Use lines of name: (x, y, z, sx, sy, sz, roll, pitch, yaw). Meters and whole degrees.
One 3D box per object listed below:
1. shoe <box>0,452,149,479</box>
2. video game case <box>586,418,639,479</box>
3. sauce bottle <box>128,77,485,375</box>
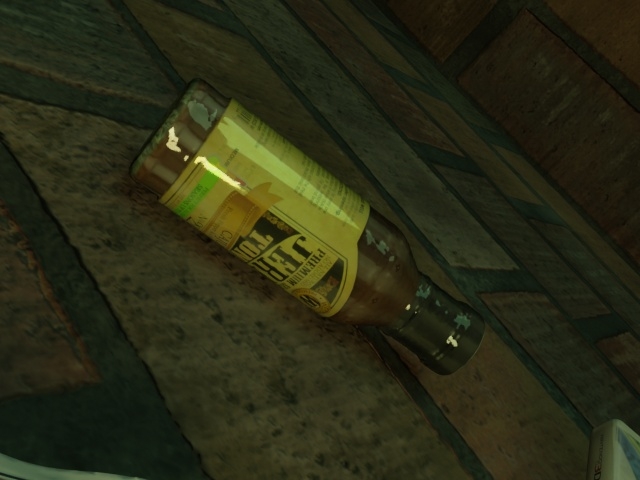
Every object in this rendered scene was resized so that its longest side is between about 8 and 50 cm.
shoe: (-0.120, 0.134, 0.325, 0.178, 0.063, 0.081, 27, 27, -23)
video game case: (0.318, 0.340, 0.603, 0.329, 0.036, 0.300, 39, 40, -8)
sauce bottle: (0.000, 0.000, 0.719, 0.344, 0.111, 0.111, 35, 22, -13)
